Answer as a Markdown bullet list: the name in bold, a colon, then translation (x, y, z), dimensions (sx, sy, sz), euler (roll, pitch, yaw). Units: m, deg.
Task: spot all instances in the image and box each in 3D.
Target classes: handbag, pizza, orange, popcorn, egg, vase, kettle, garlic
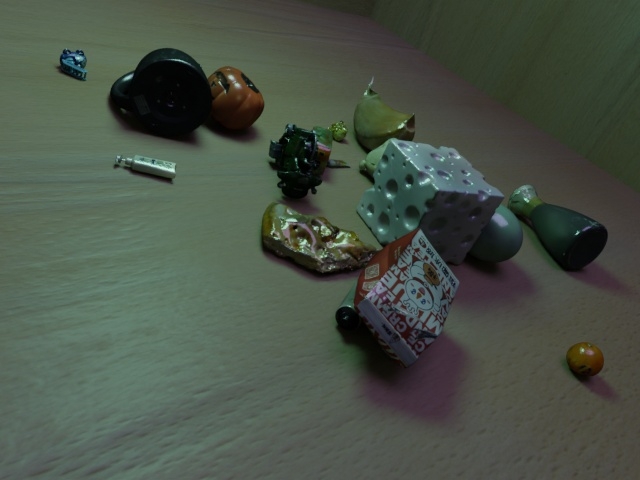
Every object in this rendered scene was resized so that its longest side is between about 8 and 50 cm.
- **handbag**: translation (0.157, 0.118, 1.132), dimensions (0.171, 0.151, 0.298), euler (53, 34, -5)
- **pizza**: translation (0.000, 0.000, 1.308), dimensions (0.297, 0.071, 0.189), euler (23, 31, -4)
- **orange**: translation (0.628, 0.281, 1.315), dimensions (0.084, 0.083, 0.083), euler (18, 33, -12)
- **popcorn**: translation (0.055, -0.379, 1.917), dimensions (0.083, 0.068, 0.059), euler (4, -13, 9)
- **egg**: translation (0.469, -0.033, 1.582), dimensions (0.168, 0.168, 0.231), euler (-4, 36, -38)
- **vase**: translation (0.774, -0.059, 1.847), dimensions (0.173, 0.173, 0.321), euler (5, 31, -29)
- **kettle**: translation (-0.453, -0.435, 1.548), dimensions (0.269, 0.207, 0.290), euler (-16, 37, -9)
- **garlic**: translation (0.215, -0.427, 1.973), dimensions (0.151, 0.196, 0.338), euler (21, 26, -37)

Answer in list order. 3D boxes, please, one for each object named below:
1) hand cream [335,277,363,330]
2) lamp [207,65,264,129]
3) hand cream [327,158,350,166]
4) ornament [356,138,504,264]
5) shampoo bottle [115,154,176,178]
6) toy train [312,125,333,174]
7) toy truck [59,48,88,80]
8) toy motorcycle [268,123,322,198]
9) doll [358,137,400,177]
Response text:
- **hand cream**: translation (0.083, 0.138, 1.187), dimensions (0.087, 0.054, 0.186), euler (38, 27, 10)
- **lamp**: translation (-0.267, -0.418, 1.658), dimensions (0.188, 0.164, 0.187), euler (43, 18, -18)
- **hand cream**: translation (0.054, -0.245, 1.754), dimensions (0.102, 0.022, 0.035), euler (-7, 39, -47)
- **ornament**: translation (0.285, -0.099, 1.488), dimensions (0.240, 0.239, 0.239), euler (1, 39, -32)
- **shampoo bottle**: translation (-0.417, -0.181, 1.326), dimensions (0.141, 0.034, 0.049), euler (12, 41, -19)
- **toy train**: translation (-0.006, -0.272, 1.676), dimensions (0.072, 0.099, 0.188), euler (20, 31, -9)
- **toy truck**: translation (-0.702, -0.500, 1.589), dimensions (0.073, 0.056, 0.090), euler (-11, 59, -37)
- **toy motorcycle**: translation (-0.067, -0.218, 1.513), dimensions (0.125, 0.187, 0.274), euler (10, 16, -21)
- **doll**: translation (0.274, -0.238, 1.796), dimensions (0.278, 0.149, 0.175), euler (15, -2, -39)
